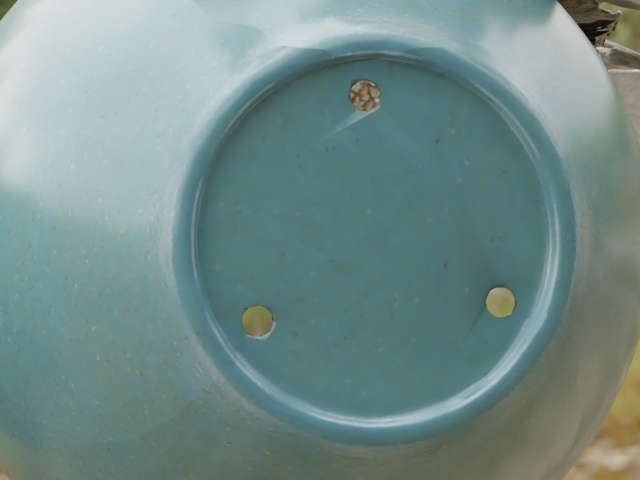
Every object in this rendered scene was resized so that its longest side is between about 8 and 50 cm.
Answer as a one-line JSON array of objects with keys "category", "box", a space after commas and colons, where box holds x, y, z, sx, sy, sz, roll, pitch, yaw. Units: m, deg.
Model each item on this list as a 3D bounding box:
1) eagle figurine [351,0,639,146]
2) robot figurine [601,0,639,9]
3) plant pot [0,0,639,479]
[{"category": "eagle figurine", "box": [0.090, -0.129, 1.301, 0.225, 0.226, 0.298, -4, 6, 32]}, {"category": "robot figurine", "box": [0.157, -0.121, 0.374, 0.300, 0.199, 0.353, -27, -17, 23]}, {"category": "plant pot", "box": [0.000, 0.000, 0.719, 0.290, 0.290, 0.195, -12, 1, -10]}]
